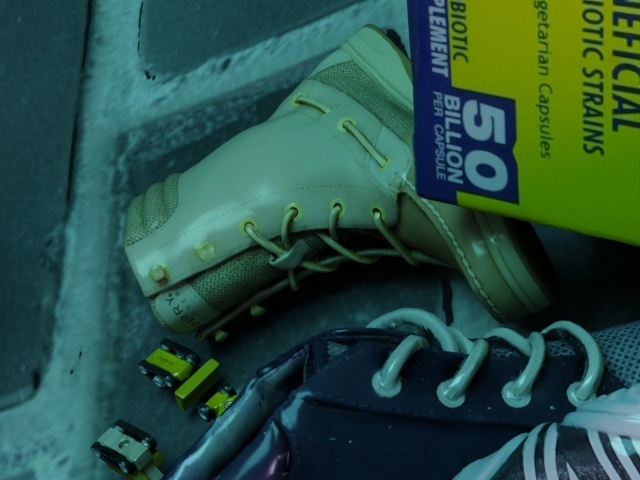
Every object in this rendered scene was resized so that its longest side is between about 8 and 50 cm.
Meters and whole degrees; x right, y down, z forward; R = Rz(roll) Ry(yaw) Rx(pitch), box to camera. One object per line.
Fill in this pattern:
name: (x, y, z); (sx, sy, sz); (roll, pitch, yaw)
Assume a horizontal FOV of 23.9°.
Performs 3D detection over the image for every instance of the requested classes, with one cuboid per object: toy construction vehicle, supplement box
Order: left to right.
toy construction vehicle: (-0.078, 0.106, 0.850); (0.098, 0.035, 0.086); (18, 53, 40)
supplement box: (0.231, -0.106, 0.641); (0.356, 0.194, 0.195); (14, 34, 33)

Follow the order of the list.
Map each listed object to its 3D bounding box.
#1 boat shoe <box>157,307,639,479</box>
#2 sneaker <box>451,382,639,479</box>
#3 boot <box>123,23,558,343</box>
boat shoe: (0.081, 0.076, 0.650); (0.340, 0.158, 0.127); (-40, 11, -4)
sneaker: (0.184, 0.133, 0.456); (0.366, 0.137, 0.210); (-28, 60, 29)
boot: (0.000, 0.000, 0.843); (0.203, 0.095, 0.262); (-34, 40, 2)
